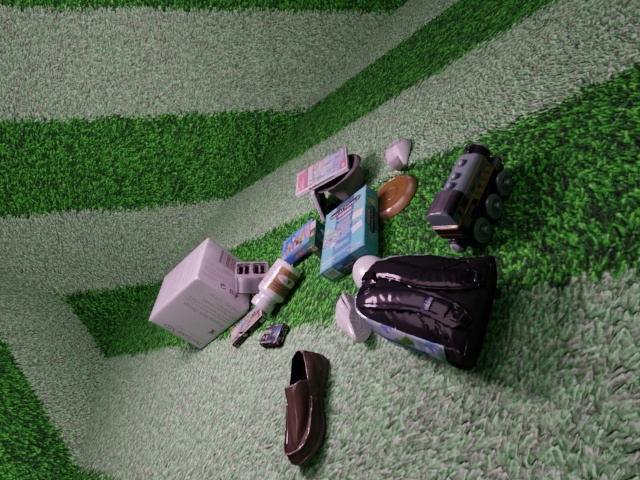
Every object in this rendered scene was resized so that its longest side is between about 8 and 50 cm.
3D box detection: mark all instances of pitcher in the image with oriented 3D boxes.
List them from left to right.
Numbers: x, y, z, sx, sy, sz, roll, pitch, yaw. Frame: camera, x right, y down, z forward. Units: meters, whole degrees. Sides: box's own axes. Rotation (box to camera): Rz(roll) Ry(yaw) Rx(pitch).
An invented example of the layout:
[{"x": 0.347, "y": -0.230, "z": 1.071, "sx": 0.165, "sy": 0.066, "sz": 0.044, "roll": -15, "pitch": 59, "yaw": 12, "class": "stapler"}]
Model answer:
[{"x": 0.181, "y": 0.157, "z": 1.435, "sx": 0.178, "sy": 0.125, "sz": 0.207, "roll": -62, "pitch": 36, "yaw": 12, "class": "pitcher"}]

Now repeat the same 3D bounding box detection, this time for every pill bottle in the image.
[{"x": -0.201, "y": 0.206, "z": 1.931, "sx": 0.229, "sy": 0.131, "sz": 0.131, "roll": -55, "pitch": 27, "yaw": -8, "class": "pill bottle"}]

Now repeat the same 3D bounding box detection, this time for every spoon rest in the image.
[{"x": 0.342, "y": -0.374, "z": 1.915, "sx": 0.137, "sy": 0.084, "sz": 0.276, "roll": -34, "pitch": 18, "yaw": 27, "class": "spoon rest"}]

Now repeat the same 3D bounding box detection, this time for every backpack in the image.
[{"x": 0.262, "y": 0.171, "z": 1.154, "sx": 0.355, "sy": 0.273, "sz": 0.290, "roll": 10, "pitch": 64, "yaw": 30, "class": "backpack"}]

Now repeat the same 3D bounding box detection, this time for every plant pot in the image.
[{"x": 0.291, "y": -0.184, "z": 1.780, "sx": 0.236, "sy": 0.032, "sz": 0.236, "roll": -38, "pitch": 28, "yaw": 25, "class": "plant pot"}]

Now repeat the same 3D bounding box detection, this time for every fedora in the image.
[{"x": 0.118, "y": -0.285, "z": 2.072, "sx": 0.243, "sy": 0.124, "sz": 0.276, "roll": -24, "pitch": 31, "yaw": 39, "class": "fedora"}]

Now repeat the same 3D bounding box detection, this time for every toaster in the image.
[{"x": -0.336, "y": 0.183, "z": 2.117, "sx": 0.186, "sy": 0.167, "sz": 0.110, "roll": -103, "pitch": 13, "yaw": -58, "class": "toaster"}]

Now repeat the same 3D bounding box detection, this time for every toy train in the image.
[{"x": 0.447, "y": -0.132, "z": 1.294, "sx": 0.142, "sy": 0.190, "sz": 0.334, "roll": 2, "pitch": 57, "yaw": 57, "class": "toy train"}]

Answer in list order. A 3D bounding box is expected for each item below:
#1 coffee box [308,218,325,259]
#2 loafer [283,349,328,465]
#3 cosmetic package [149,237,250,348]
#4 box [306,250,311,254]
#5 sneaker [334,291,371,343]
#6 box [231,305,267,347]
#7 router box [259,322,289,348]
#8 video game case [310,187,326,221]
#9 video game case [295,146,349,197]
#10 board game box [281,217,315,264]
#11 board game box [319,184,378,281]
[{"x": 0.000, "y": 0.000, "z": 1.906, "sx": 0.040, "sy": 0.113, "sz": 0.184, "roll": -34, "pitch": 32, "yaw": 27, "class": "coffee box"}, {"x": -0.069, "y": 0.501, "z": 1.350, "sx": 0.133, "sy": 0.130, "sz": 0.366, "roll": -34, "pitch": 31, "yaw": 29, "class": "loafer"}, {"x": -0.599, "y": 0.275, "z": 2.240, "sx": 0.393, "sy": 0.329, "sz": 0.328, "roll": -39, "pitch": 29, "yaw": 23, "class": "cosmetic package"}, {"x": -0.059, "y": 0.020, "z": 2.068, "sx": 0.081, "sy": 0.028, "sz": 0.136, "roll": -13, "pitch": 47, "yaw": 51, "class": "box"}, {"x": 0.102, "y": 0.273, "z": 1.450, "sx": 0.095, "sy": 0.090, "sz": 0.235, "roll": -56, "pitch": 20, "yaw": 19, "class": "sneaker"}, {"x": -0.332, "y": 0.390, "z": 2.006, "sx": 0.207, "sy": 0.036, "sz": 0.114, "roll": -45, "pitch": 27, "yaw": 11, "class": "box"}, {"x": -0.190, "y": 0.391, "z": 1.781, "sx": 0.122, "sy": 0.038, "sz": 0.092, "roll": -19, "pitch": 39, "yaw": 46, "class": "router box"}, {"x": -0.007, "y": -0.215, "z": 2.133, "sx": 0.022, "sy": 0.173, "sz": 0.191, "roll": -14, "pitch": 38, "yaw": 13, "class": "video game case"}, {"x": 0.008, "y": -0.328, "z": 2.073, "sx": 0.285, "sy": 0.025, "sz": 0.204, "roll": -26, "pitch": 34, "yaw": 20, "class": "video game case"}, {"x": -0.097, "y": 0.010, "z": 2.054, "sx": 0.210, "sy": 0.047, "sz": 0.160, "roll": -38, "pitch": 29, "yaw": 26, "class": "board game box"}, {"x": 0.120, "y": -0.030, "z": 1.757, "sx": 0.253, "sy": 0.079, "sz": 0.336, "roll": -36, "pitch": 32, "yaw": 37, "class": "board game box"}]
